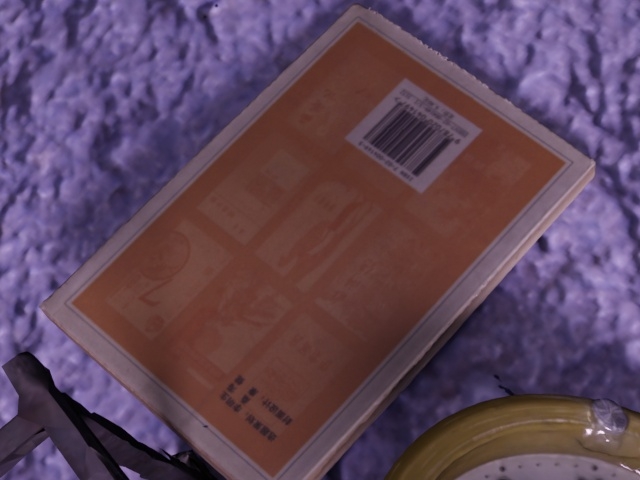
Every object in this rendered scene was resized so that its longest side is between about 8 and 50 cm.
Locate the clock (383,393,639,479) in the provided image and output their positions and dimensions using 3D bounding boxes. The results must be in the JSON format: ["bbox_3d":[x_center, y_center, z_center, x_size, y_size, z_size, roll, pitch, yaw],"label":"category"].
[{"bbox_3d":[0.118,0.172,0.590,0.237,0.057,0.237,12,48,-14],"label":"clock"}]

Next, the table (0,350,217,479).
[{"bbox_3d":[-0.130,0.270,0.571,0.335,0.222,0.272,-40,68,-3],"label":"table"}]

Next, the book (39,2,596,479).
[{"bbox_3d":[0.000,0.000,0.725,0.170,0.018,0.241,38,74,23],"label":"book"}]
